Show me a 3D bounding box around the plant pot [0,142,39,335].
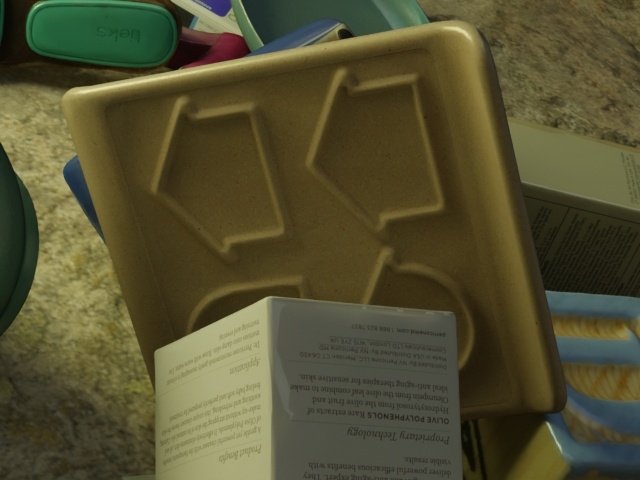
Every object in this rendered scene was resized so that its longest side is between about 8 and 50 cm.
[{"bbox_3d":[-0.337,-0.004,1.318,0.293,0.293,0.196,52,17,27],"label":"plant pot"}]

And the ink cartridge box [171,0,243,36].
[{"bbox_3d":[-0.082,-0.272,1.940,0.206,0.045,0.208,30,38,-1],"label":"ink cartridge box"}]

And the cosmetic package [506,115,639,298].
[{"bbox_3d":[0.179,-0.029,1.716,0.309,0.160,0.113,14,39,-11],"label":"cosmetic package"}]

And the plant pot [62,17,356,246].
[{"bbox_3d":[-0.039,-0.051,1.532,0.236,0.212,0.236,56,40,-1],"label":"plant pot"}]

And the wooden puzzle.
[{"bbox_3d":[0.000,0.000,1.359,0.348,0.322,0.080,-7,23,20],"label":"wooden puzzle"}]

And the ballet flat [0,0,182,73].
[{"bbox_3d":[-0.307,-0.229,1.702,0.342,0.116,0.124,1,23,-21],"label":"ballet flat"}]

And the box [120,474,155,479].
[{"bbox_3d":[-0.106,0.235,1.304,0.101,0.102,0.087,0,44,-31],"label":"box"}]

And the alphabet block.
[{"bbox_3d":[0.204,0.177,1.490,0.192,0.197,0.193,5,43,-27],"label":"alphabet block"}]

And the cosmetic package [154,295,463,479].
[{"bbox_3d":[-0.012,0.238,1.167,0.155,0.197,0.365,6,74,-28],"label":"cosmetic package"}]

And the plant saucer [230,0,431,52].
[{"bbox_3d":[0.016,-0.222,1.888,0.317,0.044,0.317,29,41,-28],"label":"plant saucer"}]

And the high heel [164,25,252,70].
[{"bbox_3d":[-0.101,-0.132,1.750,0.117,0.082,0.244,16,30,-14],"label":"high heel"}]
